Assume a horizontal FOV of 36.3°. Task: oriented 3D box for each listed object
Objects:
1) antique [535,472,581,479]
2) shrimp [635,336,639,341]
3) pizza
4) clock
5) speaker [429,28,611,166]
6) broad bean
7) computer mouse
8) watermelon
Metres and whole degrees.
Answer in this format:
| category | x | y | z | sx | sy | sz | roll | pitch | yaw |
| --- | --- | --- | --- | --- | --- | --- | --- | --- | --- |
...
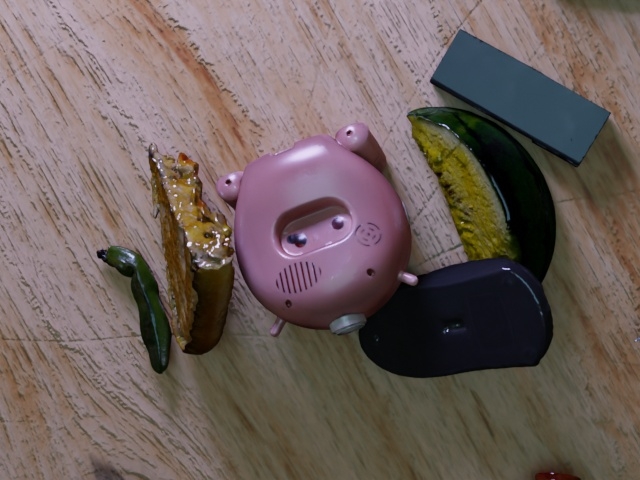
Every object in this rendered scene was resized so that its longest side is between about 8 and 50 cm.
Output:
| category | x | y | z | sx | sy | sz | roll | pitch | yaw |
| --- | --- | --- | --- | --- | --- | --- | --- | --- | --- |
| antique | 0.304 | 0.354 | 1.262 | 0.104 | 0.104 | 0.104 | 1 | 96 | 10 |
| shrimp | 0.477 | 0.145 | 1.227 | 0.174 | 0.076 | 0.082 | 27 | 74 | -2 |
| pizza | -0.170 | 0.029 | 1.292 | 0.074 | 0.288 | 0.251 | -6 | 129 | -18 |
| clock | 0.000 | 0.000 | 1.225 | 0.227 | 0.142 | 0.241 | -20 | 71 | 11 |
| speaker | 0.252 | -0.182 | 1.247 | 0.218 | 0.044 | 0.082 | 30 | 100 | 6 |
| broad bean | -0.244 | 0.087 | 1.357 | 0.061 | 0.046 | 0.195 | -31 | 85 | 23 |
| computer mouse | 0.176 | 0.099 | 1.248 | 0.269 | 0.086 | 0.138 | -13 | 100 | 35 |
| watermelon | 0.219 | -0.049 | 1.256 | 0.129 | 0.123 | 0.301 | -22 | 92 | 43 |
